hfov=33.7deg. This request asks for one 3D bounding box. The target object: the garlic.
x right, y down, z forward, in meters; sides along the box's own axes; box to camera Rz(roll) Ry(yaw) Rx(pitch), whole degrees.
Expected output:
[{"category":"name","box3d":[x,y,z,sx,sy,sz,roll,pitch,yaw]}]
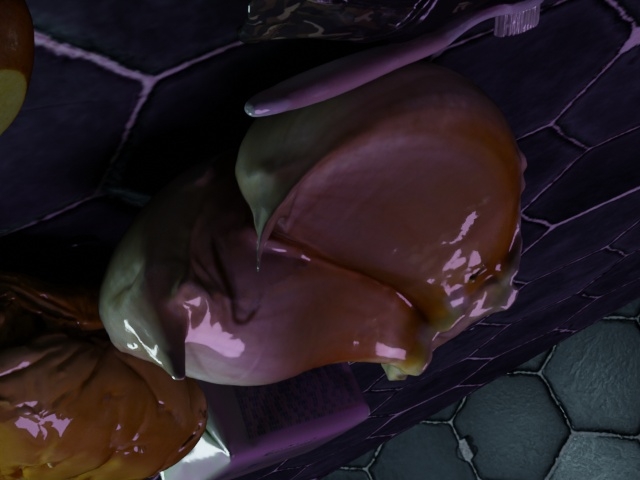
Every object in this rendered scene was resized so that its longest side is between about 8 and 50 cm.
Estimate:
[{"category":"garlic","box3d":[0.000,0.000,0.795,0.313,0.249,0.286,16,155,-40]}]

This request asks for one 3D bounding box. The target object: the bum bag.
[{"category":"bum bag","box3d":[0.053,-0.159,0.654,0.248,0.069,0.102,-12,156,-36]}]

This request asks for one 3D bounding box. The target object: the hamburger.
[{"category":"hamburger","box3d":[-0.259,0.137,0.864,0.318,0.158,0.318,-11,155,-5]}]

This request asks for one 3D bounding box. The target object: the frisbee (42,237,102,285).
[{"category":"frisbee","box3d":[-0.222,0.058,0.955,0.211,0.012,0.187,-37,159,28]}]

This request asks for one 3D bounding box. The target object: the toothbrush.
[{"category":"toothbrush","box3d":[0.063,-0.126,0.713,0.307,0.025,0.029,-28,129,-40]}]

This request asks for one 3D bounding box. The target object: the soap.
[{"category":"soap","box3d":[-0.081,0.138,1.072,0.199,0.182,0.138,-8,157,-45]}]

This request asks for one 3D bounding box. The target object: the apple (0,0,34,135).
[{"category":"apple","box3d":[-0.191,-0.086,0.496,0.114,0.099,0.102,-49,171,-12]}]
